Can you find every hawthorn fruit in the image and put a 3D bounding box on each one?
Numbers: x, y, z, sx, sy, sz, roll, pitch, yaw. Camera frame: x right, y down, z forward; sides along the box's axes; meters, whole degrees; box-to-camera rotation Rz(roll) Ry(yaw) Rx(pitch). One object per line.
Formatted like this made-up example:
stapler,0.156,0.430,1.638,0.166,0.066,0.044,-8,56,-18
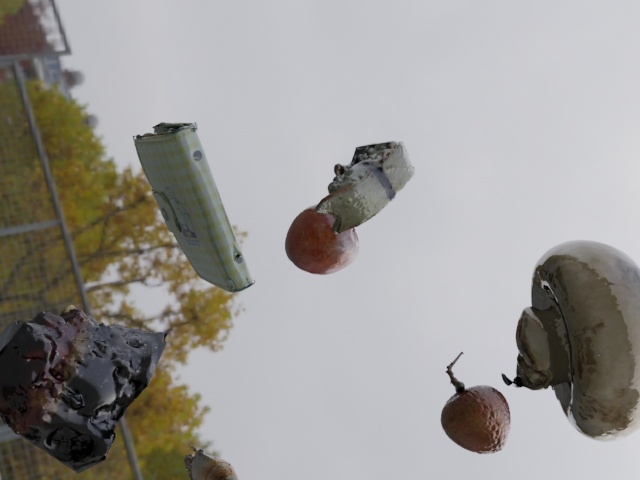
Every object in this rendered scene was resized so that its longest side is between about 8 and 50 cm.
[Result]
hawthorn fruit,0.000,0.000,2.206,0.173,0.172,0.173,35,-49,54

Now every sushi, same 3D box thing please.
sushi,0.093,-0.105,1.800,0.109,0.273,0.134,-9,-79,30
sushi,-0.296,0.152,1.093,0.153,0.150,0.172,-32,-152,40

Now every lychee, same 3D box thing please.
lychee,0.222,0.252,1.423,0.140,0.114,0.101,37,-75,20

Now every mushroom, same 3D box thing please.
mushroom,0.458,0.180,1.716,0.362,0.294,0.362,-12,90,-88

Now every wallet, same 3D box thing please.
wallet,-0.234,-0.062,1.761,0.223,0.077,0.310,7,-60,57

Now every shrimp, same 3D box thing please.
shrimp,-0.188,0.457,1.739,0.287,0.063,0.152,8,-67,66
